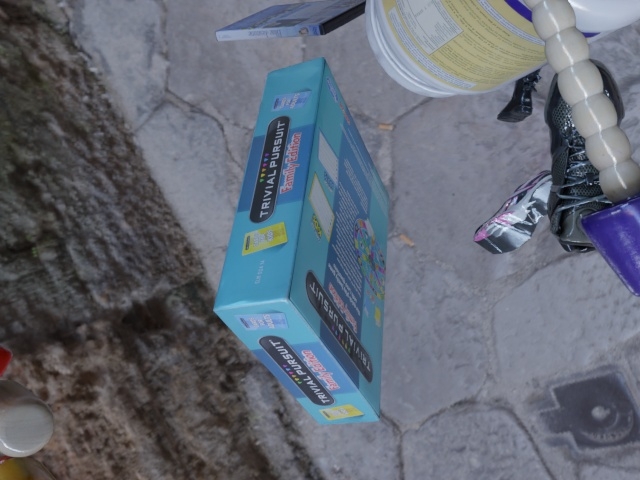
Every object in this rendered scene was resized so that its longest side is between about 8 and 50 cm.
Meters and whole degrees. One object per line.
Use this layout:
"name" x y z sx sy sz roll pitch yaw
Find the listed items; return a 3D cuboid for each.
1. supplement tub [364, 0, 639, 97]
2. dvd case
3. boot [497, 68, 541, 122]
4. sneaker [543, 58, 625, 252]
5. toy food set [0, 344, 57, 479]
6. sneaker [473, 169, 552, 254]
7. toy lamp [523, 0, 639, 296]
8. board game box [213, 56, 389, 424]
"supplement tub" 0.206 -0.308 0.768 0.241 0.241 0.331 71 161 -2
"dvd case" -0.046 -0.409 1.233 0.253 0.180 0.022 9 126 36
"boot" 0.381 -0.283 1.278 0.045 0.121 0.099 10 88 -7
"sneaker" 0.296 -0.079 0.738 0.087 0.130 0.227 -2 125 9
"toy food set" -0.268 0.104 0.435 0.105 0.232 0.111 -1 61 54
"sneaker" 0.335 -0.049 1.118 0.178 0.077 0.072 -38 107 20
"toy lamp" 0.192 -0.095 0.472 0.080 0.080 0.274 -24 86 31
"board game box" 0.000 0.000 0.765 0.079 0.336 0.253 -10 139 21
